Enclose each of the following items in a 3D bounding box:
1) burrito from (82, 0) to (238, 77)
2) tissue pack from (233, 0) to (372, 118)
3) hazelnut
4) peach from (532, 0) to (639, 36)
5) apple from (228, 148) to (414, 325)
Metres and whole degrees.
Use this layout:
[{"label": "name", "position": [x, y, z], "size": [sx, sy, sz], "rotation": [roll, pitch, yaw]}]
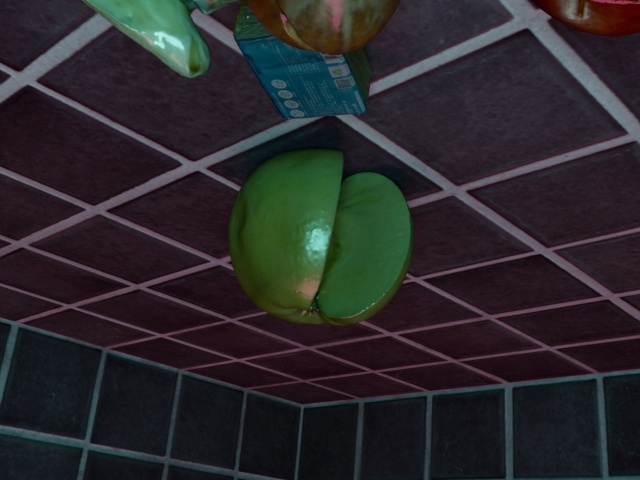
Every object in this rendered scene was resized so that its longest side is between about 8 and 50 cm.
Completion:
[{"label": "burrito", "position": [-0.164, -0.270, 0.508], "size": [0.332, 0.190, 0.135], "rotation": [38, 171, -20]}, {"label": "tissue pack", "position": [-0.015, -0.220, 0.902], "size": [0.120, 0.082, 0.169], "rotation": [-2, 156, 18]}, {"label": "hazelnut", "position": [0.010, -0.264, 0.700], "size": [0.182, 0.182, 0.182], "rotation": [4, 157, 2]}, {"label": "peach", "position": [0.238, -0.272, 0.604], "size": [0.190, 0.196, 0.226], "rotation": [-35, 150, 6]}, {"label": "apple", "position": [0.000, 0.000, 1.200], "size": [0.292, 0.254, 0.292], "rotation": [8, 160, 3]}]
